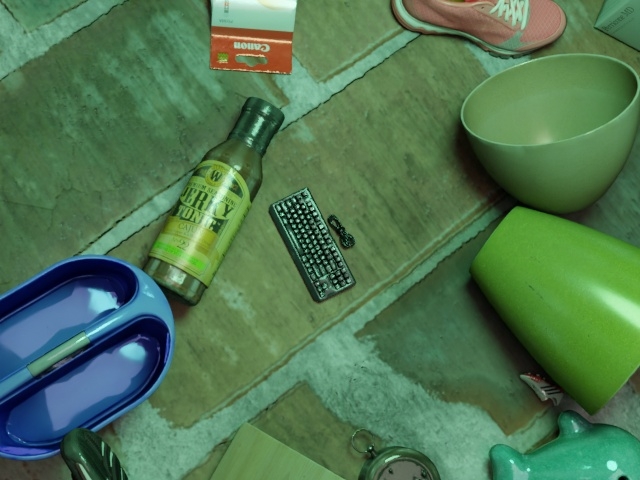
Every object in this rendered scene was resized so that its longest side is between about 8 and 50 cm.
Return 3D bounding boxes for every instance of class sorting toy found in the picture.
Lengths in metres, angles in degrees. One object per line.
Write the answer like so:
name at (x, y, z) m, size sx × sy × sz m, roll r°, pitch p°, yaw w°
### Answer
sorting toy at (-0.078, 0.436, 1.445) m, size 0.089 × 0.255 × 0.257 m, roll 39°, pitch 76°, yaw -39°

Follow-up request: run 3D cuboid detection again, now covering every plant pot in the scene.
plant pot at (0.391, -0.156, 1.623) m, size 0.284 × 0.284 × 0.191 m, roll -29°, pitch 124°, yaw -13°
plant pot at (0.397, 0.082, 1.585) m, size 0.293 × 0.275 × 0.275 m, roll 37°, pitch 76°, yaw 13°

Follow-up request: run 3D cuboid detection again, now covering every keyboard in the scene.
keyboard at (0.000, 0.000, 1.628) m, size 0.108 × 0.023 × 0.180 m, roll -26°, pitch 87°, yaw -14°

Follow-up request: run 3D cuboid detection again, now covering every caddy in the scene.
caddy at (-0.379, 0.171, 1.451) m, size 0.341 × 0.179 × 0.241 m, roll -32°, pitch 87°, yaw -13°

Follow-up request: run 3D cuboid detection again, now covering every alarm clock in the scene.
alarm clock at (0.116, 0.380, 1.571) m, size 0.129 × 0.064 × 0.192 m, roll -38°, pitch 86°, yaw -14°

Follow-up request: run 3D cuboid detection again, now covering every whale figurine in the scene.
whale figurine at (0.410, 0.382, 1.582) m, size 0.271 × 0.141 × 0.216 m, roll 4°, pitch 81°, yaw -9°

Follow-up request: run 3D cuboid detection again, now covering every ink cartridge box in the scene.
ink cartridge box at (-0.114, -0.377, 1.657) m, size 0.145 × 0.045 × 0.179 m, roll 2°, pitch 78°, yaw -10°

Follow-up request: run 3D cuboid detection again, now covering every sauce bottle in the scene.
sauce bottle at (-0.165, -0.069, 1.565) m, size 0.111 × 0.111 × 0.344 m, roll 27°, pitch 77°, yaw -5°

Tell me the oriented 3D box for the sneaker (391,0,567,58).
sneaker at (0.285, -0.395, 1.686) m, size 0.313 × 0.136 × 0.116 m, roll 7°, pitch 81°, yaw -10°

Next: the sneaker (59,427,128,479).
sneaker at (-0.343, 0.401, 1.412) m, size 0.162 × 0.106 × 0.281 m, roll -24°, pitch 122°, yaw 2°

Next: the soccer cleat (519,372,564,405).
soccer cleat at (0.371, 0.249, 1.654) m, size 0.083 × 0.029 × 0.036 m, roll 26°, pitch 73°, yaw -10°

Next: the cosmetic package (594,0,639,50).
cosmetic package at (0.702, -0.387, 1.733) m, size 0.365 × 0.197 × 0.155 m, roll 25°, pitch 78°, yaw -4°
